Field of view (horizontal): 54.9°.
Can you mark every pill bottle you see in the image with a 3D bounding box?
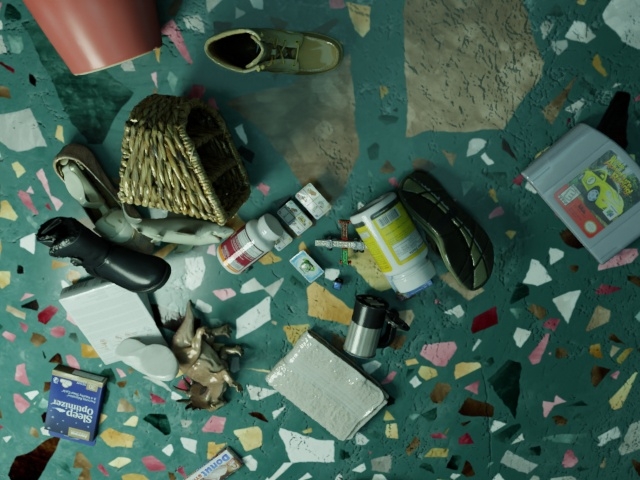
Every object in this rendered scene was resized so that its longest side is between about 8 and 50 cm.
[{"bbox_3d":[-0.161,0.006,1.429,0.152,0.086,0.086,-36,102,22],"label":"pill bottle"},{"bbox_3d":[0.168,0.006,1.392,0.119,0.119,0.208,-30,97,12],"label":"pill bottle"}]

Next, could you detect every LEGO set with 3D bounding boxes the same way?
[{"bbox_3d":[0.000,0.000,1.461,0.182,0.060,0.244,-40,99,25],"label":"LEGO set"}]

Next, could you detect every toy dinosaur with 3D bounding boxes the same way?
[{"bbox_3d":[-0.305,0.309,1.529,0.200,0.127,0.296,-27,98,18],"label":"toy dinosaur"}]

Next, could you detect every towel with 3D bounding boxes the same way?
[{"bbox_3d":[0.018,0.374,1.563,0.282,0.049,0.187,39,105,-8],"label":"towel"}]

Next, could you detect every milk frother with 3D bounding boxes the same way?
[{"bbox_3d":[0.133,0.218,1.458,0.129,0.143,0.135,10,106,-7],"label":"milk frother"}]

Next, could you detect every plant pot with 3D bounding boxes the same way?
[{"bbox_3d":[-0.450,-0.478,1.228,0.274,0.275,0.243,-14,115,8],"label":"plant pot"}]

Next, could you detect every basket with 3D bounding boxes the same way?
[{"bbox_3d":[-0.254,-0.183,1.276,0.223,0.299,0.214,12,106,2],"label":"basket"}]

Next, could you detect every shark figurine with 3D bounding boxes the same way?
[{"bbox_3d":[-0.356,-0.052,1.413,0.278,0.116,0.166,15,153,-40],"label":"shark figurine"}]

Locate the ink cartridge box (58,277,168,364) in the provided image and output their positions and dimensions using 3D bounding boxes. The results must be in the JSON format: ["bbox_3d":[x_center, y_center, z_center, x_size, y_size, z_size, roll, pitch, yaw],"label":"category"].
[{"bbox_3d":[-0.512,0.193,1.549,0.189,0.066,0.232,-17,127,8],"label":"ink cartridge box"}]

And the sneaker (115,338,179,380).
[{"bbox_3d":[-0.409,0.305,1.516,0.212,0.080,0.094,13,143,38],"label":"sneaker"}]

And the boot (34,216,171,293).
[{"bbox_3d":[-0.484,0.032,1.371,0.246,0.207,0.094,10,69,23],"label":"boot"}]

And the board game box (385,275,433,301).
[{"bbox_3d":[0.209,0.087,1.477,0.090,0.020,0.090,-31,102,12],"label":"board game box"}]

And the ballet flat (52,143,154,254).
[{"bbox_3d":[-0.509,-0.076,1.424,0.107,0.106,0.316,-33,103,13],"label":"ballet flat"}]

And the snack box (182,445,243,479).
[{"bbox_3d":[-0.296,0.633,1.676,0.178,0.022,0.064,-40,100,14],"label":"snack box"}]

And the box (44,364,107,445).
[{"bbox_3d":[-0.653,0.449,1.635,0.136,0.036,0.225,15,109,-1],"label":"box"}]

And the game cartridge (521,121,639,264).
[{"bbox_3d":[0.618,-0.109,1.376,0.196,0.060,0.294,-43,100,10],"label":"game cartridge"}]

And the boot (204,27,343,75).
[{"bbox_3d":[-0.089,-0.383,1.250,0.261,0.203,0.095,9,108,2],"label":"boot"}]

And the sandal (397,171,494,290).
[{"bbox_3d":[0.287,-0.024,1.407,0.120,0.086,0.303,-33,85,-13],"label":"sandal"}]
